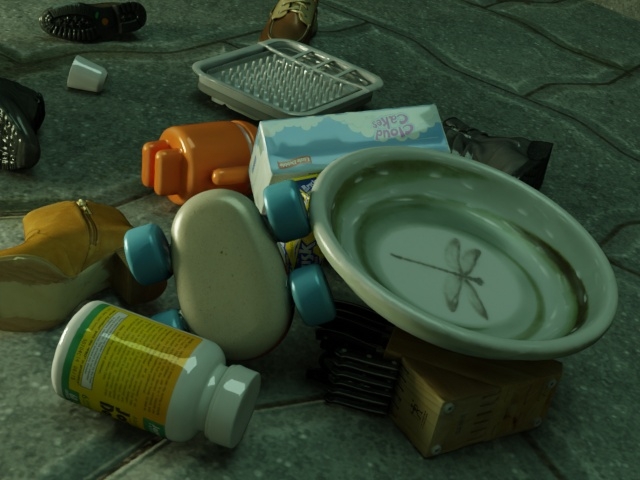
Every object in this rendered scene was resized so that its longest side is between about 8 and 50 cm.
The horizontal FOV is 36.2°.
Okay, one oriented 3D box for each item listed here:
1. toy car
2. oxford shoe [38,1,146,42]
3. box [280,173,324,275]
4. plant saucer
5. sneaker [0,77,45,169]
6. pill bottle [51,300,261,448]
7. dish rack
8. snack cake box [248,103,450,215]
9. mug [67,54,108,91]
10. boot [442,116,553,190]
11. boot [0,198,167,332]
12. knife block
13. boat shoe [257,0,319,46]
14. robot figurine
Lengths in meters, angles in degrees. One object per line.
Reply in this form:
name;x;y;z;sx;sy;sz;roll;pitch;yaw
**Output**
toy car;-0.098;0.050;1.257;0.219;0.210;0.238;-18;-8;5
oxford shoe;-0.492;-0.464;2.076;0.227;0.083;0.096;-10;17;-34
box;-0.027;-0.004;1.350;0.059;0.169;0.054;-15;41;-38
plant saucer;0.168;0.030;1.233;0.400;0.100;0.400;14;35;-10
sneaker;-0.499;-0.205;1.589;0.130;0.109;0.286;-3;35;-37
pill bottle;-0.177;0.152;1.078;0.208;0.117;0.117;19;30;11
dish rack;-0.065;-0.303;1.950;0.285;0.072;0.333;28;33;24
snack cake box;0.037;-0.115;1.430;0.264;0.152;0.089;-7;68;-14
mug;-0.433;-0.312;1.838;0.064;0.062;0.078;17;36;-7
boot;0.284;-0.131;1.769;0.223;0.118;0.338;17;19;14
boot;-0.362;0.020;1.269;0.295;0.104;0.211;-3;27;-34
knife block;0.126;0.149;1.226;0.276;0.088;0.242;-7;36;-31
boat shoe;-0.068;-0.511;2.255;0.123;0.120;0.324;12;29;-1
robot figurine;-0.172;-0.126;1.547;0.219;0.158;0.128;-10;78;-34
